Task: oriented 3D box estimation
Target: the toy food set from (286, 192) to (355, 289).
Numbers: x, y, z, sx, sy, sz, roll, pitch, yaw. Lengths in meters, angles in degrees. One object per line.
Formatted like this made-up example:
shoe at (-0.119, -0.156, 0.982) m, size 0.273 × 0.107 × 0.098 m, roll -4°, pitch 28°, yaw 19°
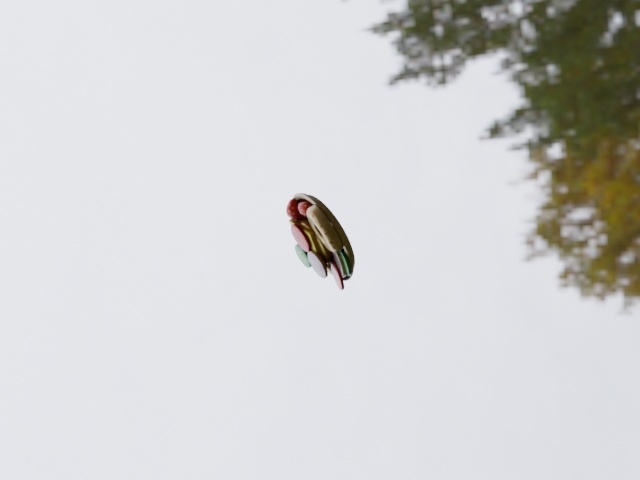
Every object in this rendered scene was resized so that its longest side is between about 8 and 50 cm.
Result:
toy food set at (0.000, 0.000, 1.366) m, size 0.020 × 0.083 × 0.082 m, roll -32°, pitch -56°, yaw -19°
